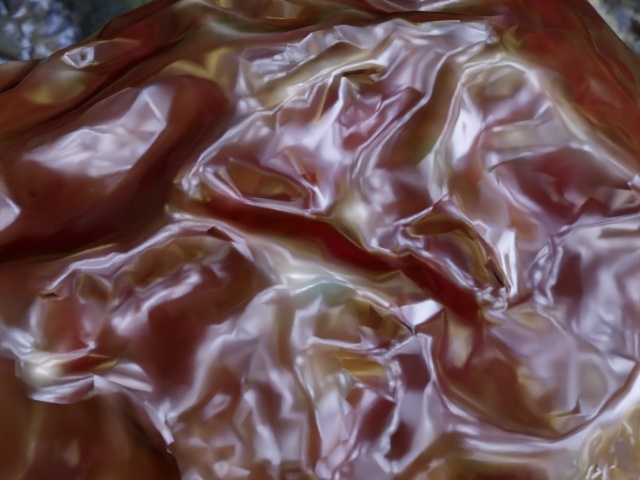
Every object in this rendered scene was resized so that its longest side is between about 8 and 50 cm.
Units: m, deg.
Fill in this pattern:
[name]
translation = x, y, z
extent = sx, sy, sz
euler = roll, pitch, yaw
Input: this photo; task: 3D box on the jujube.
[jujube]
translation = -0.051, 0.058, 0.475
extent = 0.276, 0.376, 0.276
euler = -19, 90, -83
